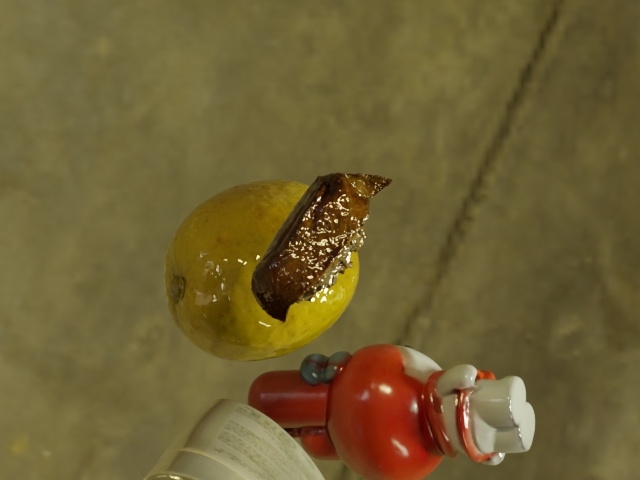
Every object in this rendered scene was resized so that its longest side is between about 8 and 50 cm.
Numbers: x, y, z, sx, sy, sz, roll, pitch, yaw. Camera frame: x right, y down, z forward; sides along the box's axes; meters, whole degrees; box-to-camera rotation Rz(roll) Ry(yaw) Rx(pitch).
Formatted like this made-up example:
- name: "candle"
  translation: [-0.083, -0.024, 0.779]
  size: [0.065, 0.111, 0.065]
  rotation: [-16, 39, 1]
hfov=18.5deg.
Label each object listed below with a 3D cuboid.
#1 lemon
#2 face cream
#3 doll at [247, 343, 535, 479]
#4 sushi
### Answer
- name: "lemon"
  translation: [-0.054, 0.027, 1.873]
  size: [0.207, 0.170, 0.170]
  rotation: [-22, 110, -33]
- name: "face cream"
  translation: [-0.056, 0.219, 1.544]
  size: [0.081, 0.348, 0.173]
  rotation: [-40, 91, 6]
- name: "doll"
  translation: [0.068, 0.177, 1.999]
  size: [0.161, 0.290, 0.130]
  rotation: [66, 32, -41]
- name: "sushi"
  translation: [0.000, 0.000, 1.375]
  size: [0.055, 0.052, 0.120]
  rotation: [35, 76, -9]
